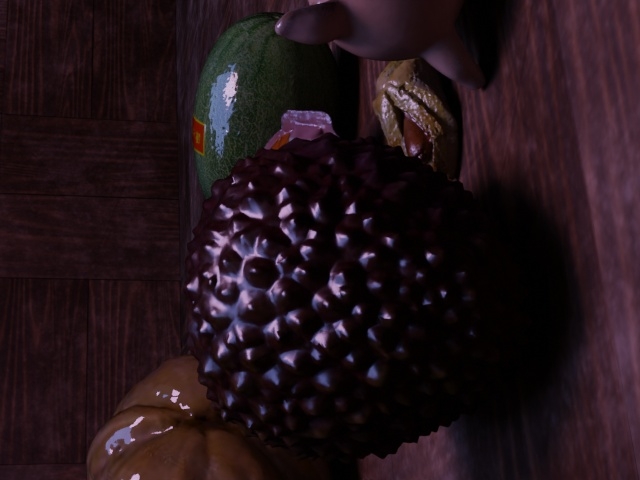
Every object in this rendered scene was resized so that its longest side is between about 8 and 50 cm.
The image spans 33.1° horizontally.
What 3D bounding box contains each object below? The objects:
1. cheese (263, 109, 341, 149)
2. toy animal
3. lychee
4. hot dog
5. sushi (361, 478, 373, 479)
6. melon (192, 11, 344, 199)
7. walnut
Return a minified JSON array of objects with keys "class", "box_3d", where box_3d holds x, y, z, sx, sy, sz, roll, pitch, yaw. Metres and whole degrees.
[{"class":"cheese","box_3d":[0.000,0.000,1.156,0.188,0.074,0.286,13,115,42]},{"class":"toy animal","box_3d":[0.048,-0.245,0.872,0.154,0.166,0.250,94,176,-51]},{"class":"lychee","box_3d":[0.033,0.043,0.782,0.271,0.271,0.272,-178,90,-77]},{"class":"hot dog","box_3d":[0.077,-0.123,0.939,0.078,0.061,0.169,109,158,-48]},{"class":"sushi","box_3d":[0.039,0.282,1.085,0.046,0.044,0.083,160,113,-75]},{"class":"melon","box_3d":[-0.063,-0.123,1.271,0.182,0.182,0.288,-124,37,-68]},{"class":"walnut","box_3d":[-0.119,0.301,1.245,0.344,0.306,0.306,101,164,-48]}]
